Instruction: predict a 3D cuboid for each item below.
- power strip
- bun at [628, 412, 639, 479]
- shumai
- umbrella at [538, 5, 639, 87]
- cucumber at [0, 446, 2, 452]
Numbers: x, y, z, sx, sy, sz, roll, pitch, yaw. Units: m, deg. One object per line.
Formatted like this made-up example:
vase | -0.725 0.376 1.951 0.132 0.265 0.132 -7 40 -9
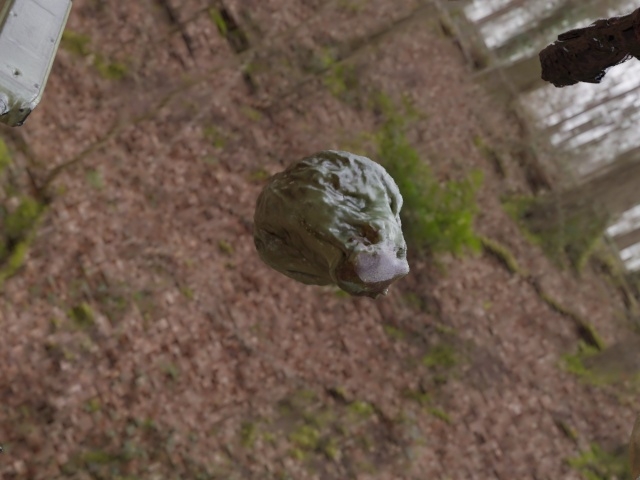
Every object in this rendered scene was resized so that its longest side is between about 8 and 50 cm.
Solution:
power strip | -0.397 -0.251 1.672 0.092 0.066 0.387 32 26 -20
bun | 0.667 0.419 2.436 0.193 0.128 0.178 -48 125 -51
shumai | 0.000 0.000 2.026 0.225 0.260 0.222 52 31 -32
umbrella | 0.463 -0.296 1.794 0.090 0.326 0.094 -8 81 -60
cucumber | -0.545 0.349 1.666 0.067 0.293 0.067 32 -34 25
